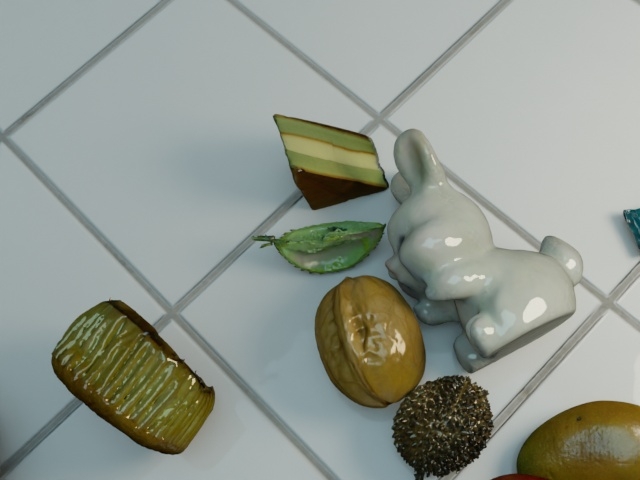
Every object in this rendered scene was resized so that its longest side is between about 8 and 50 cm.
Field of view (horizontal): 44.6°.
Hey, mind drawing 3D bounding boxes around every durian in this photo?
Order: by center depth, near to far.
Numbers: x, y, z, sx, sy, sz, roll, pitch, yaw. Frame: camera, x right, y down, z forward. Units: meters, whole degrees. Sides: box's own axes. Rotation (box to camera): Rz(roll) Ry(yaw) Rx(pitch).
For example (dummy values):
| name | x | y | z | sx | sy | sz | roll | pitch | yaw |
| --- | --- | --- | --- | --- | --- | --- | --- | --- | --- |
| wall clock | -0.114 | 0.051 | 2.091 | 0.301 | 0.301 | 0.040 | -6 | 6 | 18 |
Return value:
| name | x | y | z | sx | sy | sz | roll | pitch | yaw |
| --- | --- | --- | --- | --- | --- | --- | --- | --- | --- |
| durian | 0.182 | 0.287 | 1.124 | 0.149 | 0.091 | 0.188 | 19 | 104 | -25 |
| durian | 0.000 | 0.000 | 1.271 | 0.216 | 0.100 | 0.086 | -9 | 66 | 2 |

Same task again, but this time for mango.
| name | x | y | z | sx | sy | sz | roll | pitch | yaw |
| --- | --- | --- | --- | --- | --- | --- | --- | --- | --- |
| mango | 0.393 | 0.301 | 1.116 | 0.228 | 0.099 | 0.136 | -14 | 74 | 10 |

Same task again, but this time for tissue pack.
| name | x | y | z | sx | sy | sz | roll | pitch | yaw |
| --- | --- | --- | --- | --- | --- | --- | --- | --- | --- |
| tissue pack | 0.564 | -0.029 | 1.263 | 0.138 | 0.028 | 0.085 | -16 | 71 | -5 |

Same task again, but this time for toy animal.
| name | x | y | z | sx | sy | sz | roll | pitch | yaw |
| --- | --- | --- | --- | --- | --- | --- | --- | --- | --- |
| toy animal | 0.222 | 0.007 | 1.200 | 0.241 | 0.196 | 0.367 | -36 | 71 | -16 |

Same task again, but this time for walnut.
| name | x | y | z | sx | sy | sz | roll | pitch | yaw |
| --- | --- | --- | --- | --- | --- | --- | --- | --- | --- |
| walnut | 0.072 | 0.150 | 1.178 | 0.159 | 0.159 | 0.206 | -17 | 73 | -1 |

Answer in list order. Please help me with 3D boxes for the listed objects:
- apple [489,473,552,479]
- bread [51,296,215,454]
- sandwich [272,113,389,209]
| name | x | y | z | sx | sy | sz | roll | pitch | yaw |
| --- | --- | --- | --- | --- | --- | --- | --- | --- | --- |
| apple | 0.280 | 0.445 | 1.012 | 0.252 | 0.206 | 0.272 | -34 | 71 | -19 |
| bread | -0.268 | 0.202 | 1.141 | 0.227 | 0.253 | 0.142 | 33 | 72 | 13 |
| sandwich | 0.020 | -0.146 | 1.287 | 0.144 | 0.187 | 0.117 | -20 | 68 | 4 |
